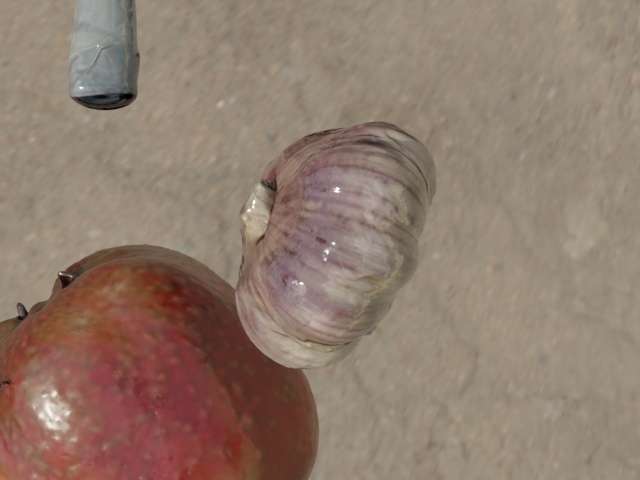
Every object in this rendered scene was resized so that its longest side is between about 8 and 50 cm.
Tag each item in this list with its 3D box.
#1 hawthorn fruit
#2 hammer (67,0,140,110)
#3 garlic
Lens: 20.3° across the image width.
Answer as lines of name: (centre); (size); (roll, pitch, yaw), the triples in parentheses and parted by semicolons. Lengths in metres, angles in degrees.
hawthorn fruit: (-0.130, 0.171, 1.557); (0.369, 0.285, 0.285); (36, 116, -3)
hammer: (-0.125, -0.288, 1.132); (0.152, 0.044, 0.427); (-3, 75, 0)
garlic: (0.000, 0.000, 1.080); (0.102, 0.147, 0.159); (22, 125, -20)
